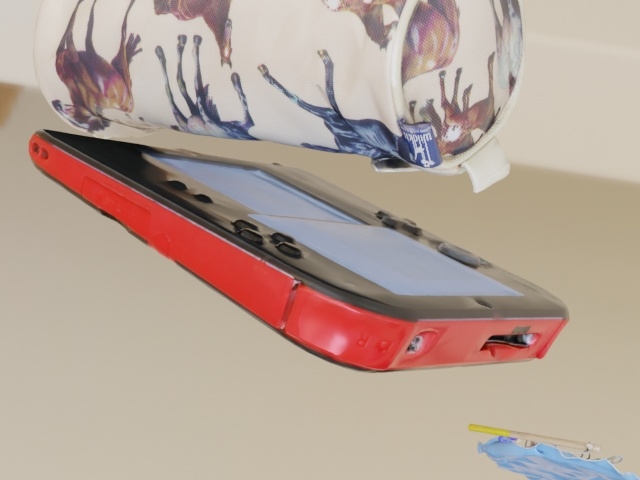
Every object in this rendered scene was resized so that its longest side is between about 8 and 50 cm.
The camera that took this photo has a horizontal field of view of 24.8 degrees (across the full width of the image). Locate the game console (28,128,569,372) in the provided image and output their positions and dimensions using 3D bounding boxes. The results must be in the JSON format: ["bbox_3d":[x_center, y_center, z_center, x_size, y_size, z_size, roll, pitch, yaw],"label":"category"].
[{"bbox_3d":[0.000,0.000,1.184,0.386,0.342,0.060,6,114,-58],"label":"game console"}]

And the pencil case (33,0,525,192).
[{"bbox_3d":[-0.044,-0.142,1.142,0.160,0.410,0.184,-24,116,-47],"label":"pencil case"}]

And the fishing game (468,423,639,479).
[{"bbox_3d":[0.251,0.226,1.484,0.264,0.189,0.041,38,64,-49],"label":"fishing game"}]
